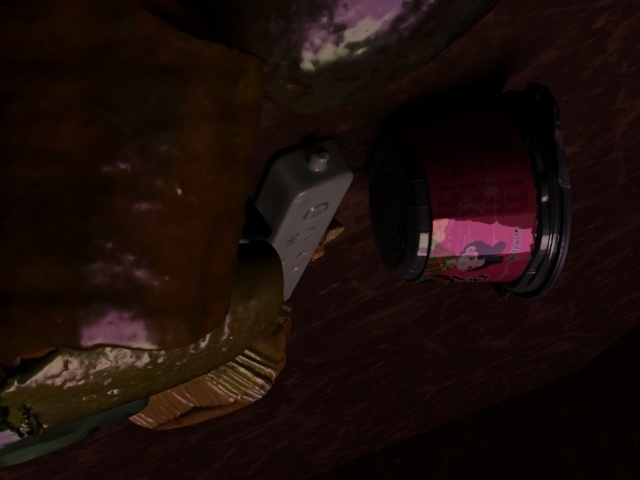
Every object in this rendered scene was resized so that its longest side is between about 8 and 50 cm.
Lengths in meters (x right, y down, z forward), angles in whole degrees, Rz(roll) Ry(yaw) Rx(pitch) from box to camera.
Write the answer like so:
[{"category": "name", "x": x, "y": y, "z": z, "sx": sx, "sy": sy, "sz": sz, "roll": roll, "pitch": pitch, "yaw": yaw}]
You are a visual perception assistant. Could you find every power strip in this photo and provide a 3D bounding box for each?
[{"category": "power strip", "x": -0.046, "y": -0.010, "z": 1.447, "sx": 0.091, "sy": 0.062, "sz": 0.385, "roll": -20, "pitch": 161, "yaw": -24}]

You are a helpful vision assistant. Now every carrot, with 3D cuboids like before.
[{"category": "carrot", "x": -0.170, "y": -0.061, "z": 0.868, "sx": 0.241, "sy": 0.341, "sz": 0.241, "roll": 8, "pitch": -171, "yaw": -1}]

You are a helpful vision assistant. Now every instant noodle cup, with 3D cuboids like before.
[{"category": "instant noodle cup", "x": 0.164, "y": -0.049, "z": 1.384, "sx": 0.181, "sy": 0.258, "sz": 0.302, "roll": -5, "pitch": 121, "yaw": -14}]

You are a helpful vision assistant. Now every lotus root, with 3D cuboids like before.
[{"category": "lotus root", "x": 0.050, "y": -0.228, "z": 0.896, "sx": 0.314, "sy": 0.142, "sz": 0.210, "roll": -33, "pitch": 158, "yaw": 14}]

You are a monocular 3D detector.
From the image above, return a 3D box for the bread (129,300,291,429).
[{"category": "bread", "x": -0.165, "y": 0.160, "z": 1.532, "sx": 0.119, "sy": 0.152, "sz": 0.288, "roll": 36, "pitch": 140, "yaw": -31}]

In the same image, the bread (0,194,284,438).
[{"category": "bread", "x": -0.217, "y": 0.071, "z": 1.253, "sx": 0.376, "sy": 0.208, "sz": 0.251, "roll": -17, "pitch": 164, "yaw": -34}]

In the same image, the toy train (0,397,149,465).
[{"category": "toy train", "x": -0.358, "y": 0.177, "z": 1.394, "sx": 0.326, "sy": 0.159, "sz": 0.129, "roll": -18, "pitch": 157, "yaw": -18}]

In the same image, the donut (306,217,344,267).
[{"category": "donut", "x": 0.000, "y": 0.000, "z": 1.531, "sx": 0.038, "sy": 0.067, "sz": 0.083, "roll": -33, "pitch": 132, "yaw": -38}]
